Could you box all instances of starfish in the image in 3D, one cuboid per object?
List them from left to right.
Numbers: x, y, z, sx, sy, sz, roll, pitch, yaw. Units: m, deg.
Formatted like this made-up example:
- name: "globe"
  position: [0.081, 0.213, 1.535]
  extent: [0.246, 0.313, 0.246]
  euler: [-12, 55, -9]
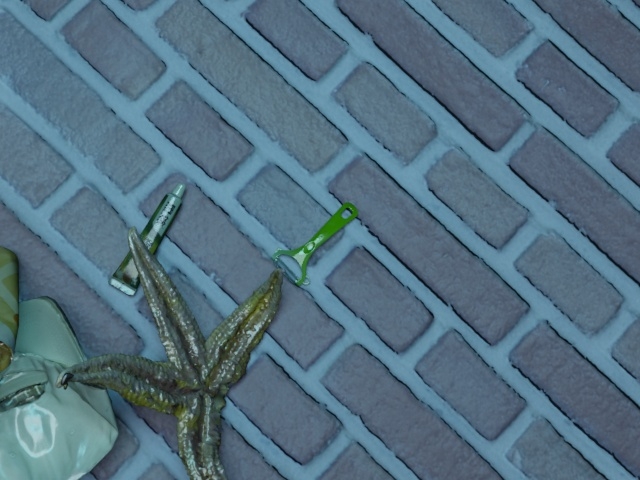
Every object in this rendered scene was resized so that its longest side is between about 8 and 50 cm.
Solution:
- name: "starfish"
  position: [-0.193, 0.201, 1.598]
  extent: [0.384, 0.132, 0.398]
  euler: [39, 67, -27]

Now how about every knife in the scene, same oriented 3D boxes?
- name: "knife"
  position: [0.000, 0.000, 1.729]
  extent: [0.166, 0.022, 0.078]
  euler: [-43, 90, -8]

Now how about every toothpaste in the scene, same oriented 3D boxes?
- name: "toothpaste"
  position: [-0.278, -0.006, 1.711]
  extent: [0.049, 0.031, 0.204]
  euler: [30, 83, 2]

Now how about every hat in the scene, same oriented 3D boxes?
- name: "hat"
  position: [-0.468, 0.241, 1.620]
  extent: [0.258, 0.168, 0.301]
  euler: [-20, 57, -12]

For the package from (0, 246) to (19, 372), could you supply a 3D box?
- name: "package"
  position: [-0.573, 0.124, 1.543]
  extent: [0.221, 0.311, 0.165]
  euler: [14, 111, -22]
